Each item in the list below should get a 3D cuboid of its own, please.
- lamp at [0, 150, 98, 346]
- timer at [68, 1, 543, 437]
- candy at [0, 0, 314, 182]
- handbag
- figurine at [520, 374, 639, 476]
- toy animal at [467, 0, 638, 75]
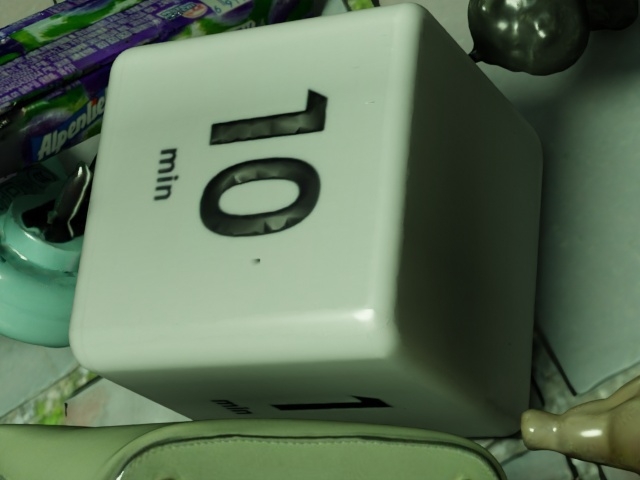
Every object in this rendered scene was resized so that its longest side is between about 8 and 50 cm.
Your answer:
[{"bbox_3d":[-0.247,-0.022,1.047,0.284,0.209,0.147,16,115,20],"label":"lamp"},{"bbox_3d":[0.000,0.000,0.891,0.195,0.194,0.192,-5,67,29],"label":"timer"},{"bbox_3d":[-0.140,-0.114,0.997,0.088,0.061,0.312,32,46,33],"label":"candy"},{"bbox_3d":[-0.049,0.120,0.809,0.315,0.241,0.109,-164,81,-71],"label":"handbag"},{"bbox_3d":[0.190,0.152,0.738,0.343,0.187,0.215,-46,42,13],"label":"figurine"},{"bbox_3d":[0.158,-0.255,0.934,0.106,0.168,0.343,2,85,28],"label":"toy animal"}]
